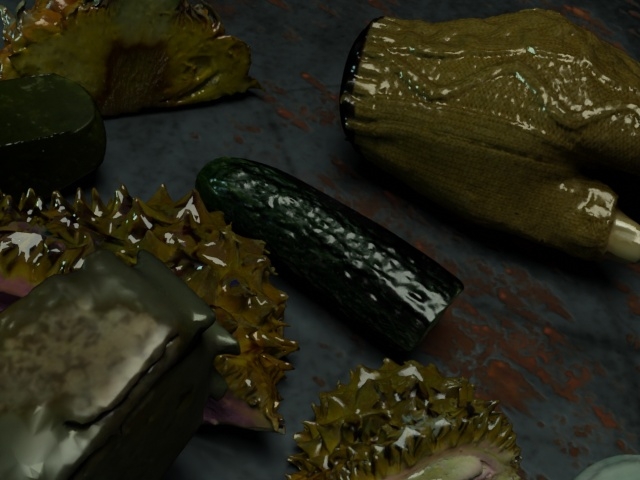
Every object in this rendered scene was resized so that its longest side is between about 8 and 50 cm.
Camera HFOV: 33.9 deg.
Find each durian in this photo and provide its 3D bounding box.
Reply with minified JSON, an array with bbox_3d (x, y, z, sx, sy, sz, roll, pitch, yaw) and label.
[{"bbox_3d":[0.034,0.144,0.699,0.224,0.078,0.140,-28,57,-30],"label":"durian"},{"bbox_3d":[-0.165,0.016,0.762,0.341,0.112,0.191,14,49,6],"label":"durian"}]

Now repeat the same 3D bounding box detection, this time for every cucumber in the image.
[{"bbox_3d":[-0.001,0.001,0.827,0.241,0.074,0.074,34,52,21],"label":"cucumber"}]

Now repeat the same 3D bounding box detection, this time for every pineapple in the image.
[{"bbox_3d":[-0.186,-0.216,0.941,0.250,0.164,0.139,-10,43,-13],"label":"pineapple"}]

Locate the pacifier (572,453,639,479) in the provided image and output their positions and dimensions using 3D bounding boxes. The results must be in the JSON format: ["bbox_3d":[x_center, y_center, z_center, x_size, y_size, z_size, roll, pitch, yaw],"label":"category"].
[{"bbox_3d":[0.160,0.255,0.505,0.343,0.269,0.288,-20,79,-20],"label":"pacifier"}]

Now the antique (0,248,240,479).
[{"bbox_3d":[-0.174,0.128,0.596,0.150,0.125,0.284,39,74,22],"label":"antique"}]

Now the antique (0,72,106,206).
[{"bbox_3d":[-0.285,-0.069,0.844,0.221,0.080,0.081,-13,52,-21],"label":"antique"}]

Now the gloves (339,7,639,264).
[{"bbox_3d":[0.191,-0.097,0.891,0.357,0.155,0.203,19,52,4],"label":"gloves"}]
